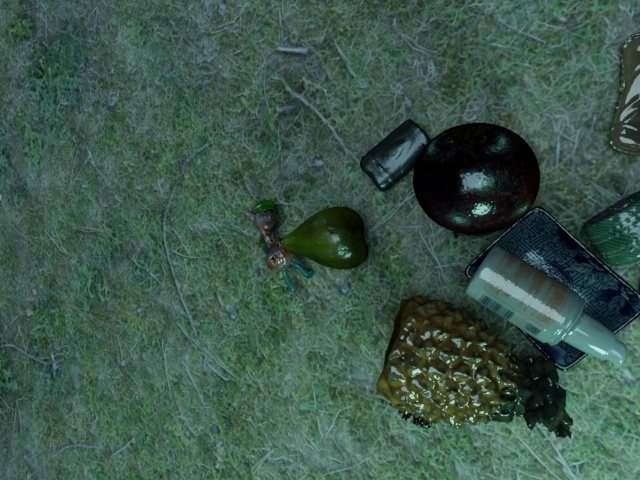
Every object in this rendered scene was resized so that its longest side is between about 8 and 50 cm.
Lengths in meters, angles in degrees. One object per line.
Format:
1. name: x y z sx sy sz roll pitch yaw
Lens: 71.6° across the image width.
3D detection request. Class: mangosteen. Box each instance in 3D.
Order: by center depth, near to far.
1. mangosteen: 0.280 -0.097 0.798 0.216 0.216 0.216 0 90 21

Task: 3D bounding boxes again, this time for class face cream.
1. face cream: 0.369 0.113 0.722 0.252 0.101 0.101 33 101 18

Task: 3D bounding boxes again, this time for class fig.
1. fig: 0.006 -0.001 0.912 0.185 0.126 0.133 -6 89 -15

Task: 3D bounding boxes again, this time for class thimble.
1. thimble: 0.518 -0.023 0.737 0.135 0.118 0.090 -30 82 -20

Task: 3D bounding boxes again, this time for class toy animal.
1. toy animal: -0.099 0.014 1.004 0.208 0.100 0.103 56 146 10

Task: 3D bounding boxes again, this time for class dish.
1. dish: 0.410 0.082 0.801 0.182 0.080 0.243 -46 73 14

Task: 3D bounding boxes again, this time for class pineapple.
1. pineapple: 0.289 0.243 0.783 0.357 0.223 0.223 20 97 9

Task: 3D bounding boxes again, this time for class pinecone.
1. pinecone: 0.199 0.333 0.886 0.083 0.077 0.077 30 100 7

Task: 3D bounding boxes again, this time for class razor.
1. razor: 0.156 -0.176 0.913 0.148 0.054 0.090 -41 76 15

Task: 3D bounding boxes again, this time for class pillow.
1. pillow: 0.582 -0.252 0.763 0.135 0.034 0.211 9 94 15
